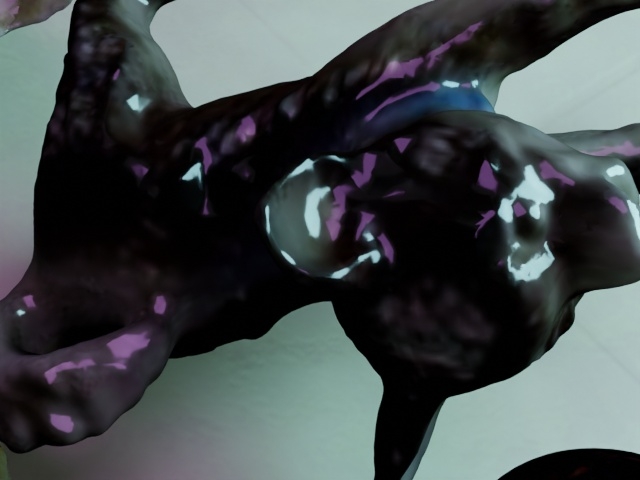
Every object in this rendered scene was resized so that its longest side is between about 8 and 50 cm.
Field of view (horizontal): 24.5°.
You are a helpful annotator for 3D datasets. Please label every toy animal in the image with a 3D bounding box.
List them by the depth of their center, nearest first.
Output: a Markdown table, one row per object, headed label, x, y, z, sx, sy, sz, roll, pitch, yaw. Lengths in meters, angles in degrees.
| label | x | y | z | sx | sy | sz | roll | pitch | yaw |
| --- | --- | --- | --- | --- | --- | --- | --- | --- | --- |
| toy animal | 0.000 | 0.000 | 0.737 | 0.344 | 0.194 | 0.302 | 5 | 49 | 31 |

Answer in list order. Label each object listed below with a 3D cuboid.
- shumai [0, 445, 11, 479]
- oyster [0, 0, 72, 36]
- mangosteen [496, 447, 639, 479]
| label | x | y | z | sx | sy | sz | roll | pitch | yaw |
| --- | --- | --- | --- | --- | --- | --- | --- | --- | --- |
| shumai | -0.145 | 0.149 | 0.618 | 0.206 | 0.175 | 0.166 | 9 | 37 | -7 |
| oyster | -0.287 | -0.197 | 0.888 | 0.238 | 0.115 | 0.351 | -21 | 49 | -30 |
| mangosteen | 0.145 | 0.193 | 0.688 | 0.200 | 0.200 | 0.200 | 7 | 51 | -9 |
